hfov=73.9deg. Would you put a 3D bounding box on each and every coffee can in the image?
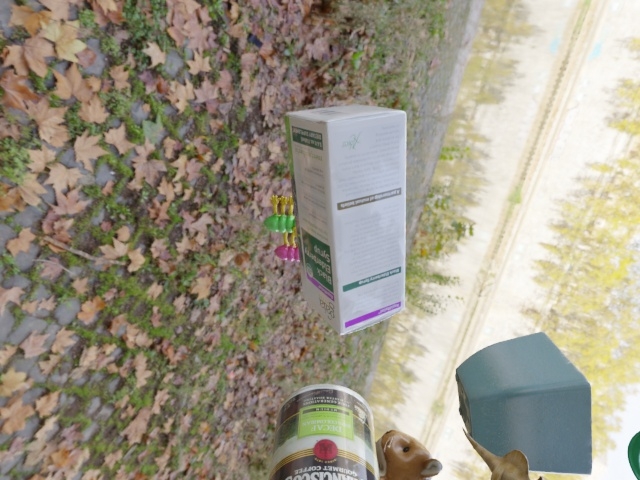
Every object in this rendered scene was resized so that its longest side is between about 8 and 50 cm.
[{"bbox_3d":[0.006,0.425,0.745,0.275,0.201,0.202,-88,-172,-67],"label":"coffee can"}]

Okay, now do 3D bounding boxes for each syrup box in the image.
[{"bbox_3d":[0.031,-0.024,0.478,0.096,0.093,0.237,-15,117,-24],"label":"syrup box"}]

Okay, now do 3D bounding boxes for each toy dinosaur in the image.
[{"bbox_3d":[0.267,0.346,0.615,0.093,0.053,0.183,-68,-167,-10],"label":"toy dinosaur"}]

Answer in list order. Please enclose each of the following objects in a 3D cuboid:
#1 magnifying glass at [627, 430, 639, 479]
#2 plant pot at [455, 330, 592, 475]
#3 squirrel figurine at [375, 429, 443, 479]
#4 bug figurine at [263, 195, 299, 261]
[{"bbox_3d":[0.484,0.322,0.497,0.026,0.231,0.092,24,104,-36],"label":"magnifying glass"},{"bbox_3d":[0.479,0.402,1.057,0.248,0.252,0.247,-75,156,-74],"label":"plant pot"},{"bbox_3d":[0.186,0.731,1.133,0.370,0.397,0.281,-30,155,-23],"label":"squirrel figurine"},{"bbox_3d":[0.000,0.000,0.874,0.279,0.216,0.072,81,16,-61],"label":"bug figurine"}]
